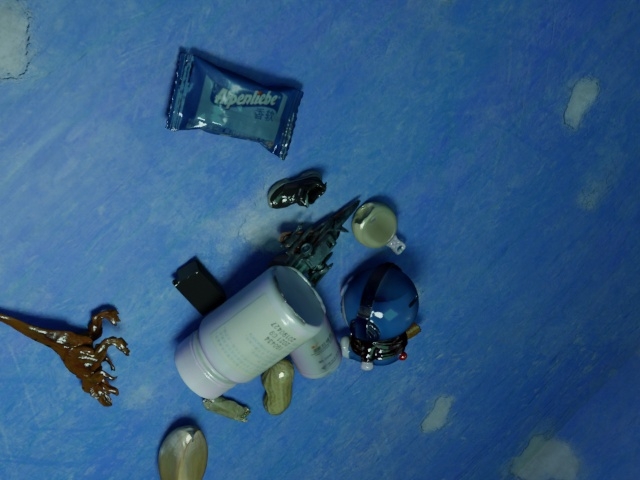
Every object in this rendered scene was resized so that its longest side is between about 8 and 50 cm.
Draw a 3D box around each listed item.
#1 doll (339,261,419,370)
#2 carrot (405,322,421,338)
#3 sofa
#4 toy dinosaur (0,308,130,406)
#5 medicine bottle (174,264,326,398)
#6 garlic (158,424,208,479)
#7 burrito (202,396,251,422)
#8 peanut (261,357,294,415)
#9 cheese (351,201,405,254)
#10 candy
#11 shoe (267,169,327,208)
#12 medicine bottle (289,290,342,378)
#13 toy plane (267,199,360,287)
[{"bbox_3d":[0.176,0.220,2.061,0.284,0.240,0.309,-46,138,-49],"label":"doll"},{"bbox_3d":[0.232,0.328,2.264,0.205,0.072,0.072,-32,129,-8],"label":"carrot"},{"bbox_3d":[-0.323,0.123,1.817,0.085,0.060,0.147,-32,132,4],"label":"sofa"},{"bbox_3d":[-0.594,0.251,1.700,0.208,0.097,0.432,-30,125,-1],"label":"toy dinosaur"},{"bbox_3d":[-0.189,0.245,1.807,0.379,0.213,0.214,-36,133,18],"label":"medicine bottle"},{"bbox_3d":[-0.396,0.637,2.001,0.146,0.164,0.244,3,109,-18],"label":"garlic"},{"bbox_3d":[-0.282,0.507,2.069,0.188,0.045,0.058,33,90,-38],"label":"burrito"},{"bbox_3d":[-0.132,0.453,2.099,0.099,0.090,0.214,-7,120,-20],"label":"peanut"},{"bbox_3d":[0.184,-0.024,2.029,0.137,0.064,0.227,-47,132,3],"label":"cheese"},{"bbox_3d":[-0.198,-0.311,1.622,0.331,0.077,0.186,8,105,-35],"label":"candy"},{"bbox_3d":[-0.053,-0.120,1.803,0.169,0.099,0.071,-26,130,-16],"label":"shoe"},{"bbox_3d":[-0.040,0.270,2.007,0.152,0.152,0.253,-31,130,-12],"label":"medicine bottle"},{"bbox_3d":[0.003,0.003,1.907,0.326,0.104,0.223,-40,129,-5],"label":"toy plane"}]
